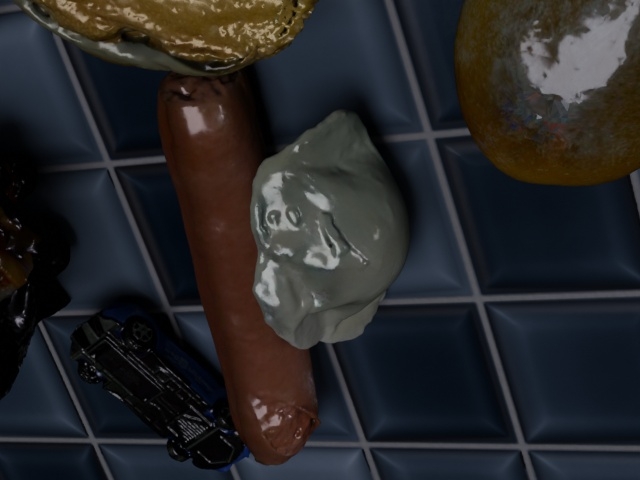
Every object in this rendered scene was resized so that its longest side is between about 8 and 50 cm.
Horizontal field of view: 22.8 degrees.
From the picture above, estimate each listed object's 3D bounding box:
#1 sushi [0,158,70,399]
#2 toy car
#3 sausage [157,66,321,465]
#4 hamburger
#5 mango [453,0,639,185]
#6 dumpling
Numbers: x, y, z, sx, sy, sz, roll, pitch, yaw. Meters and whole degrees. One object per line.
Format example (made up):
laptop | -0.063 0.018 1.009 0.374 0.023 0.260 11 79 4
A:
sushi | -0.361 0.005 1.487 0.215 0.227 0.212 19 122 7
toy car | -0.152 0.145 1.585 0.216 0.063 0.103 43 131 -13
sausage | -0.069 0.031 1.441 0.094 0.094 0.419 2 123 22
hamburger | -0.116 -0.271 1.209 0.319 0.158 0.318 13 126 18
mango | 0.211 -0.177 1.128 0.193 0.146 0.316 29 117 5
dumpling | 0.000 0.000 1.352 0.124 0.151 0.229 26 137 45
